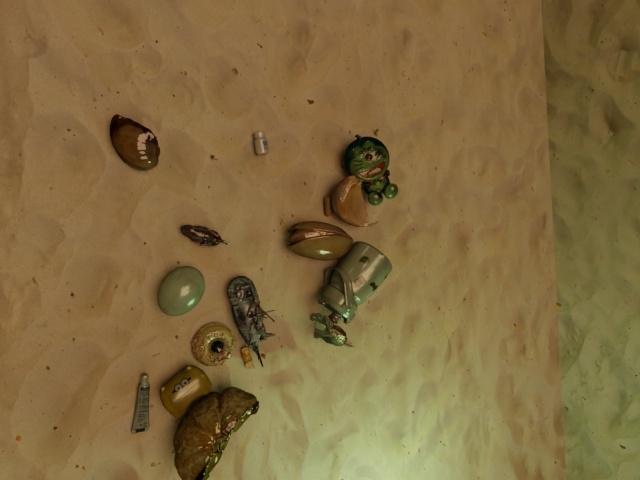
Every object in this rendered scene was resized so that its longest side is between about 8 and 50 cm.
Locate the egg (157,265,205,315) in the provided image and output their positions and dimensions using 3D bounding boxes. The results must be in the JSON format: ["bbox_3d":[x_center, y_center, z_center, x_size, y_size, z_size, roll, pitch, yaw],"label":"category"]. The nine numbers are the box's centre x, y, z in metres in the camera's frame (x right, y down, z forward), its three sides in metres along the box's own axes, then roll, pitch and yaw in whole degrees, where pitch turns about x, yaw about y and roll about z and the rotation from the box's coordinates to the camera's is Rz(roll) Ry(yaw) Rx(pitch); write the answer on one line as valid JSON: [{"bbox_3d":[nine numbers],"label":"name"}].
[{"bbox_3d":[-0.504,0.183,1.643,0.149,0.149,0.192,40,80,-24],"label":"egg"}]

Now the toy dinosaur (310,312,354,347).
[{"bbox_3d":[0.050,0.405,1.957,0.092,0.205,0.393,-56,134,-23],"label":"toy dinosaur"}]

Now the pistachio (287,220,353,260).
[{"bbox_3d":[0.000,0.000,1.905,0.293,0.181,0.162,11,70,-23],"label":"pistachio"}]

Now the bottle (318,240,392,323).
[{"bbox_3d":[0.126,0.187,1.973,0.229,0.229,0.351,47,73,-22],"label":"bottle"}]

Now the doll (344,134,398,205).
[{"bbox_3d":[0.216,-0.324,2.020,0.199,0.186,0.322,-21,119,-2],"label":"doll"}]

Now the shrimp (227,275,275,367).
[{"bbox_3d":[-0.255,0.315,1.777,0.137,0.172,0.372,-29,98,-31],"label":"shrimp"}]

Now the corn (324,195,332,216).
[{"bbox_3d":[0.034,-0.153,2.003,0.037,0.037,0.092,-6,98,-29],"label":"corn"}]

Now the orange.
[{"bbox_3d":[-0.403,0.694,1.671,0.210,0.271,0.368,32,74,13],"label":"orange"}]

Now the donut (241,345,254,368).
[{"bbox_3d":[-0.294,0.470,1.822,0.038,0.067,0.083,-15,126,-13],"label":"donut"}]

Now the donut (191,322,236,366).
[{"bbox_3d":[-0.408,0.405,1.751,0.175,0.068,0.174,0,91,-30],"label":"donut"}]

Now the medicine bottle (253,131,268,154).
[{"bbox_3d":[-0.241,-0.392,1.830,0.052,0.052,0.089,-12,97,-29],"label":"medicine bottle"}]

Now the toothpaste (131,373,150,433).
[{"bbox_3d":[-0.644,0.590,1.641,0.062,0.037,0.216,4,94,-30],"label":"toothpaste"}]

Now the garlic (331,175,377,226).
[{"bbox_3d":[0.138,-0.157,1.987,0.164,0.145,0.245,-16,115,16],"label":"garlic"}]

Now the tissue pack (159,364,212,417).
[{"bbox_3d":[-0.502,0.543,1.669,0.178,0.123,0.127,-37,100,-23],"label":"tissue pack"}]

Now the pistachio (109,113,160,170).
[{"bbox_3d":[-0.642,-0.341,1.571,0.165,0.130,0.210,-30,111,17],"label":"pistachio"}]

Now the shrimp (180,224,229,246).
[{"bbox_3d":[-0.437,-0.015,1.722,0.190,0.073,0.074,14,89,-24],"label":"shrimp"}]
